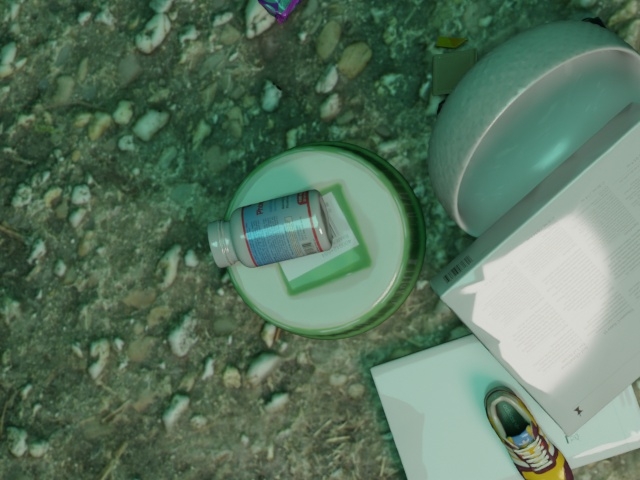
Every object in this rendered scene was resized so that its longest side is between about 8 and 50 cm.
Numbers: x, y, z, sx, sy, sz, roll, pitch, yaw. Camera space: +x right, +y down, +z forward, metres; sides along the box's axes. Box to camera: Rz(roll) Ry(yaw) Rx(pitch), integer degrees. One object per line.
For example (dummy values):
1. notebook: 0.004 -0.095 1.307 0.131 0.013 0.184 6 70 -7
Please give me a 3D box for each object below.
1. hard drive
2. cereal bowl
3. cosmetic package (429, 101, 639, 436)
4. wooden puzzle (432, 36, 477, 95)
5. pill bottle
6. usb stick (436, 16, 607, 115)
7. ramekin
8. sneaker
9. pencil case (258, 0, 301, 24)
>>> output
1. hard drive: 0.278 0.242 1.816 0.353 0.047 0.233 -19 88 7
2. cereal bowl: 0.279 -0.168 1.694 0.339 0.339 0.141 -43 58 6
3. cosmetic package: 0.385 0.042 1.692 0.377 0.097 0.284 -41 102 5
4. wooden puzzle: 0.200 -0.249 1.824 0.079 0.014 0.116 0 73 29
5. pill bottle: -0.070 -0.012 1.693 0.160 0.087 0.087 -13 88 7
6. usb stick: 0.302 -0.234 1.815 0.278 0.045 0.077 -30 79 7
7. ramekin: 0.000 0.000 1.803 0.303 0.148 0.303 0 90 8
8. sneaker: 0.294 0.293 1.748 0.069 0.084 0.185 -39 85 6
9. pencil case: -0.027 -0.399 1.850 0.152 0.064 0.070 -45 60 6
